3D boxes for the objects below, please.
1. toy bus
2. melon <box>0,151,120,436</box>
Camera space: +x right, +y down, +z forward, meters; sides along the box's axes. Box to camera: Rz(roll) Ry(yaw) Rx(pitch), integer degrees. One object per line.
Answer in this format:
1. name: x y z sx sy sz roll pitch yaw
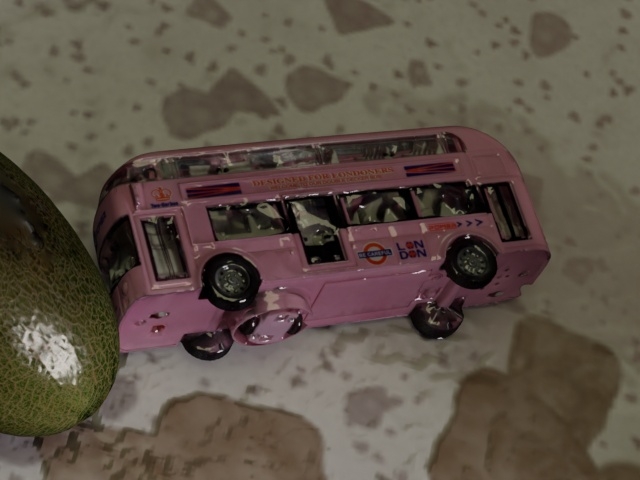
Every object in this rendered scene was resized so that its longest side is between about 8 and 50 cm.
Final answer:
1. toy bus: 0.000 0.000 0.792 0.203 0.063 0.090 -7 62 -21
2. melon: -0.149 0.014 0.717 0.162 0.099 0.099 46 60 -8
